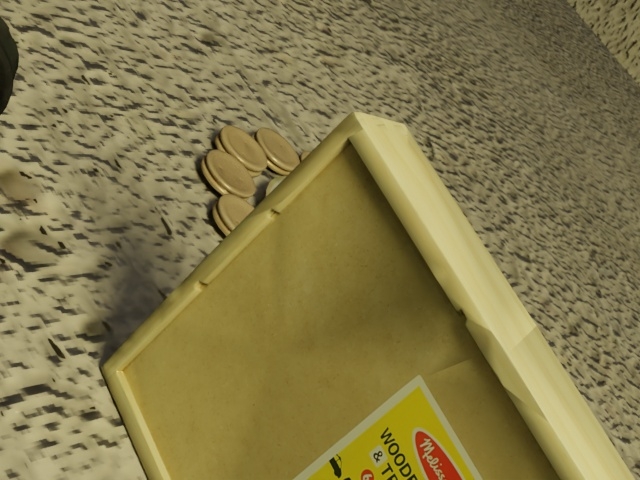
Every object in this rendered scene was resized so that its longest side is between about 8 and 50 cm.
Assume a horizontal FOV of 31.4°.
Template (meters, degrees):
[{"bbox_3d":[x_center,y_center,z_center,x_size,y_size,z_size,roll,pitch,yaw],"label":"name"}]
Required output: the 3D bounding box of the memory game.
[{"bbox_3d":[0.000,0.000,0.700,0.186,0.012,0.186,36,27,-22],"label":"memory game"}]

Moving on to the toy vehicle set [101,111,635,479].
[{"bbox_3d":[0.027,0.107,0.410,0.035,0.166,0.266,9,45,-52],"label":"toy vehicle set"}]

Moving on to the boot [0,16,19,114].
[{"bbox_3d":[-0.217,-0.077,0.382,0.246,0.094,0.207,41,22,-25],"label":"boot"}]
